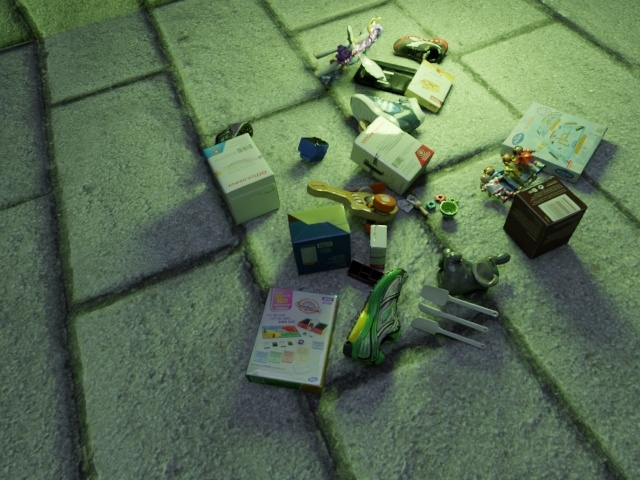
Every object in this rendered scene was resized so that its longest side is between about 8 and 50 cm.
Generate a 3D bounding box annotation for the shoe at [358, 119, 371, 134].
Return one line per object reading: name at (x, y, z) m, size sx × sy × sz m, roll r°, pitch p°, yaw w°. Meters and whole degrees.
shoe at (0.226, -0.432, 2.041) m, size 0.077 × 0.058 × 0.219 m, roll -10°, pitch 58°, yaw -25°

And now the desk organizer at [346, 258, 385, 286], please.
desk organizer at (0.159, 0.118, 1.647) m, size 0.130 × 0.050 × 0.047 m, roll 23°, pitch 59°, yaw 20°

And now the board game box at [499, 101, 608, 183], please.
board game box at (0.964, -0.413, 1.946) m, size 0.318 × 0.066 × 0.318 m, roll 30°, pitch 62°, yaw 24°

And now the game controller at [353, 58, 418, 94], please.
game controller at (0.327, -0.800, 2.301) m, size 0.319 × 0.067 × 0.166 m, roll 20°, pitch 73°, yaw 19°

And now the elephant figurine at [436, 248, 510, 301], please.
elephant figurine at (0.516, 0.117, 1.554) m, size 0.239 × 0.169 × 0.186 m, roll 11°, pitch 96°, yaw 2°

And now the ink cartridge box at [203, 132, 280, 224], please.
ink cartridge box at (-0.310, -0.244, 1.863) m, size 0.198 × 0.197 × 0.270 m, roll -24°, pitch 55°, yaw -12°

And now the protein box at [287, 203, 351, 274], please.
protein box at (0.000, 0.000, 1.654) m, size 0.200 × 0.201 × 0.136 m, roll -10°, pitch 54°, yaw -2°

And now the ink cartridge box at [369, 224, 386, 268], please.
ink cartridge box at (0.203, 0.024, 1.659) m, size 0.056 × 0.135 × 0.099 m, roll 2°, pitch 55°, yaw 6°

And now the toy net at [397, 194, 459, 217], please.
toy net at (0.416, -0.149, 1.820) m, size 0.232 × 0.045 × 0.122 m, roll 12°, pitch 56°, yaw 14°

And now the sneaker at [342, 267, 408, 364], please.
sneaker at (0.206, 0.245, 1.520) m, size 0.146 × 0.134 × 0.343 m, roll 25°, pitch 69°, yaw 13°

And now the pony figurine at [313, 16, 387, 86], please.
pony figurine at (0.143, -0.880, 2.220) m, size 0.363 × 0.303 × 0.351 m, roll -25°, pitch 45°, yaw 26°

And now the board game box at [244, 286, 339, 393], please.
board game box at (-0.083, 0.313, 1.521) m, size 0.242 × 0.064 × 0.316 m, roll 7°, pitch 55°, yaw 10°

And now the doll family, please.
doll family at (0.733, -0.255, 1.844) m, size 0.263 × 0.118 × 0.163 m, roll -40°, pitch 65°, yaw -1°

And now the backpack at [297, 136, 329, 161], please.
backpack at (-0.030, -0.391, 2.007) m, size 0.098 × 0.101 × 0.120 m, roll 35°, pitch 32°, yaw 22°

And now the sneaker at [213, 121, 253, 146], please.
sneaker at (-0.421, -0.416, 2.077) m, size 0.124 × 0.107 × 0.283 m, roll 12°, pitch 51°, yaw 31°

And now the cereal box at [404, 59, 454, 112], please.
cereal box at (0.510, -0.720, 2.191) m, size 0.173 × 0.047 × 0.240 m, roll 30°, pitch 59°, yaw -2°

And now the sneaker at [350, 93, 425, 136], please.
sneaker at (0.315, -0.582, 2.107) m, size 0.236 × 0.130 × 0.323 m, roll -27°, pitch 51°, yaw -25°

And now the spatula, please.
spatula at (0.420, 0.243, 1.478) m, size 0.242 × 0.168 × 0.019 m, roll 19°, pitch 21°, yaw 14°

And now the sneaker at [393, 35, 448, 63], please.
sneaker at (0.499, -0.957, 2.364) m, size 0.276 × 0.097 × 0.135 m, roll 9°, pitch 53°, yaw 10°

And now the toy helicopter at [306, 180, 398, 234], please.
toy helicopter at (0.123, -0.167, 1.799) m, size 0.355 × 0.140 × 0.235 m, roll 17°, pitch 34°, yaw 4°

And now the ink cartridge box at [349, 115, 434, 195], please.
ink cartridge box at (0.284, -0.344, 1.894) m, size 0.273 × 0.114 × 0.197 m, roll 38°, pitch 65°, yaw 10°

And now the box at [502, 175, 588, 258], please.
box at (0.774, -0.078, 1.637) m, size 0.168 × 0.203 × 0.167 m, roll -23°, pitch 55°, yaw -11°
